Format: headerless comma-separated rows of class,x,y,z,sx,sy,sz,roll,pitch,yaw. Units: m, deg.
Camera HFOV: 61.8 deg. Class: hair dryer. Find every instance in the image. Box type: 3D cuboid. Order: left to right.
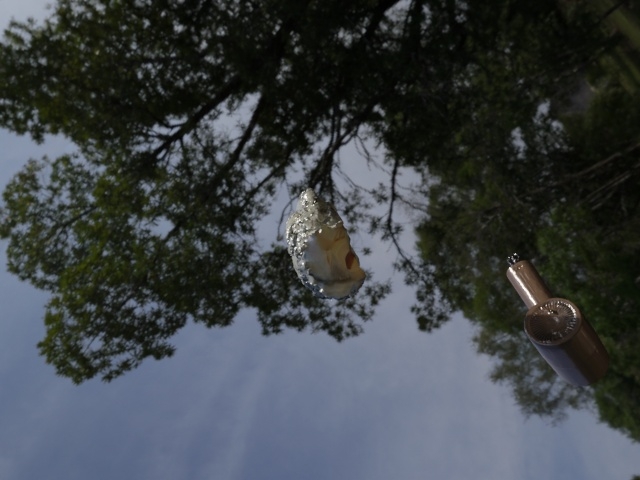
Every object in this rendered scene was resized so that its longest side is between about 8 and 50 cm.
hair dryer,0.276,0.081,0.656,0.117,0.064,0.181,43,-158,-35

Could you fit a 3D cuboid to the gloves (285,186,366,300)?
gloves,-0.003,0.002,0.601,0.153,0.070,0.114,-110,-5,-73
